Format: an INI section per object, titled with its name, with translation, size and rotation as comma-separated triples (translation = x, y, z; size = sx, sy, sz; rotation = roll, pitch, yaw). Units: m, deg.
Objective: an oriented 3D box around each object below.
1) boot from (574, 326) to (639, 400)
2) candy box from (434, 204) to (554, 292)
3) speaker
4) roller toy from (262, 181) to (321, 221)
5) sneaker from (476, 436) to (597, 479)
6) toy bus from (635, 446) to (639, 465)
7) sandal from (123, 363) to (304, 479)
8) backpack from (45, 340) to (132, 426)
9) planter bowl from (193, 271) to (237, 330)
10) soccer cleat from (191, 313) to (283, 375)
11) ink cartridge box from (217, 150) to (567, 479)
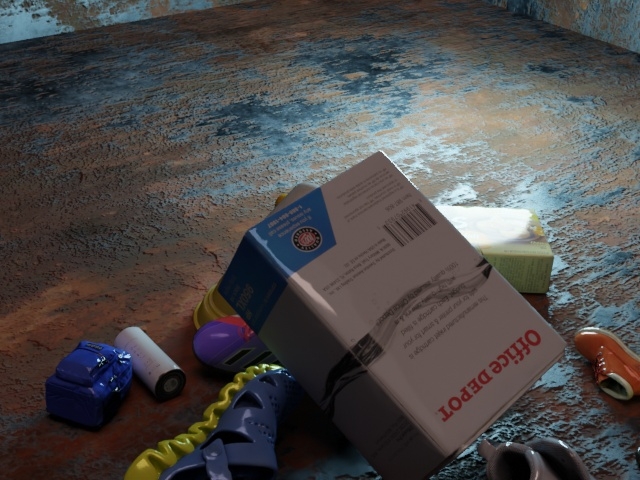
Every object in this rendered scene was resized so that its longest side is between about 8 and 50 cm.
[boot]
translation = 0.450, 0.194, 1.603
size = 0.085, 0.059, 0.158
rotation = -23, 39, -30
[candy box]
translation = 0.252, 0.012, 1.876
size = 0.317, 0.087, 0.183
rotation = 1, 29, -2
[speaker]
translation = -0.262, 0.185, 1.549
size = 0.055, 0.055, 0.136
rotation = -18, 35, -33
[roller toy]
translation = 0.000, 0.000, 1.739
size = 0.146, 0.191, 0.209
rotation = -48, 11, -11
[sneaker]
translation = 0.308, 0.353, 1.120
size = 0.137, 0.210, 0.366
rotation = -46, 36, -1
[toy bus]
translation = 0.507, 0.304, 1.357
size = 0.130, 0.108, 0.332
rotation = 7, 29, 3
[sandal]
translation = -0.110, 0.281, 1.334
size = 0.138, 0.126, 0.317
rotation = 22, 40, 25
[backpack]
translation = -0.326, 0.198, 1.477
size = 0.098, 0.101, 0.120
rotation = 19, 29, 14
[planter bowl]
translation = -0.103, 0.092, 1.698
size = 0.217, 0.090, 0.217
rotation = 2, 30, -1
[soccer cleat]
translation = -0.036, 0.143, 1.559
size = 0.318, 0.116, 0.108
rotation = 1, 60, -7
[ink cartridge box]
translation = 0.098, 0.109, 1.417
size = 0.285, 0.166, 0.395
rotation = -32, 74, -37
